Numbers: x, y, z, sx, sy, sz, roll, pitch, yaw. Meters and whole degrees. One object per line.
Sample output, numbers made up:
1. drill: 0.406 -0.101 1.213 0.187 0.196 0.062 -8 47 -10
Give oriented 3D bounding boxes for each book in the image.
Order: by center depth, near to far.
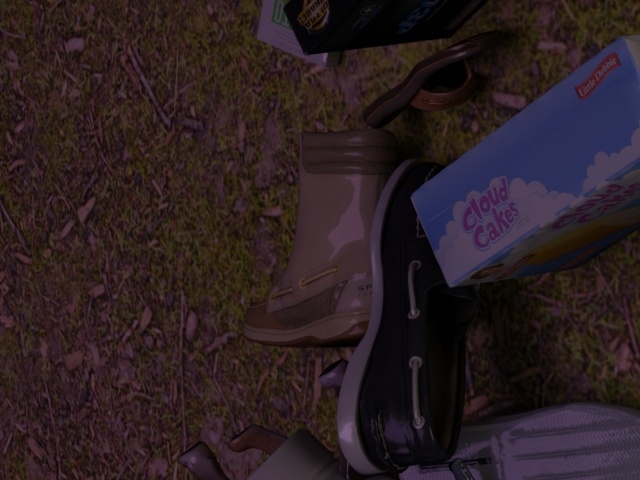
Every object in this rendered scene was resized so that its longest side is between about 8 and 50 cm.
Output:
1. book: -0.007 -0.249 1.719 0.096 0.035 0.144 29 117 40

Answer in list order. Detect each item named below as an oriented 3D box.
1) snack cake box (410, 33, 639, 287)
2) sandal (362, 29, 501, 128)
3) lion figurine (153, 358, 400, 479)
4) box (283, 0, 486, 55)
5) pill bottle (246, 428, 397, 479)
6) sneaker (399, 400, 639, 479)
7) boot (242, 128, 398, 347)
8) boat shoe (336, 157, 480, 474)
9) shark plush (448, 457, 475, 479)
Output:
1. snack cake box: 0.213 -0.061 1.383 0.264 0.152 0.089 -38 68 48
2. sandal: 0.104 -0.134 1.576 0.180 0.072 0.049 -35 85 50
3. lion figurine: -0.027 0.286 1.735 0.240 0.142 0.392 54 137 -2
4. box: 0.096 -0.237 1.475 0.220 0.175 0.051 -42 68 46
5. pill bottle: 0.056 0.316 1.547 0.318 0.176 0.176 42 132 7
6. sneaker: 0.194 0.178 1.509 0.258 0.091 0.094 -2 91 30
7. boot: 0.000 0.000 1.708 0.262 0.095 0.204 168 102 -66
8. boat shoe: 0.094 0.060 1.537 0.091 0.114 0.303 -8 59 32
9. shark plush: 0.163 0.245 1.478 0.067 0.073 0.161 -39 74 21
